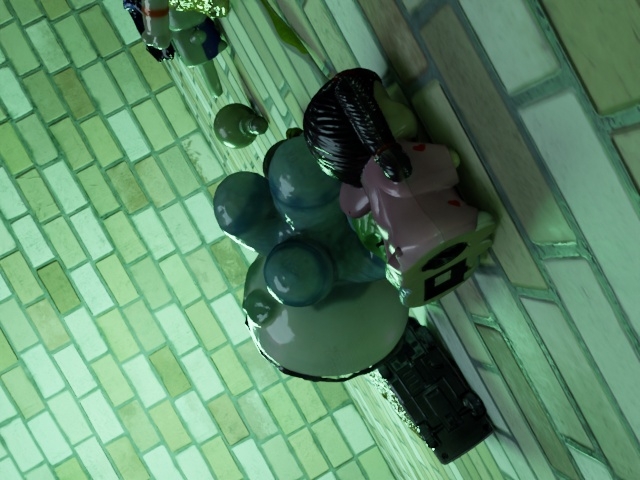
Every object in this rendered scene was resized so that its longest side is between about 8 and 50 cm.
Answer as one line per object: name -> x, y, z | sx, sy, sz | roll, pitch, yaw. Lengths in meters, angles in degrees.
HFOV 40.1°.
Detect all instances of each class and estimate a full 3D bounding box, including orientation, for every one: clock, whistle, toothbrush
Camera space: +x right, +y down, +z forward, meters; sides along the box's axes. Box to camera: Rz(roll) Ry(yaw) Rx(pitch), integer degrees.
clock -> 0.064, -0.048, 0.803 | 0.195, 0.100, 0.194 | 60, 175, 18
whistle -> -0.227, -0.372, 1.589 | 0.110, 0.092, 0.244 | 48, 164, 55
toothbrush -> -0.044, -0.254, 1.052 | 0.263, 0.022, 0.026 | 57, 160, 23

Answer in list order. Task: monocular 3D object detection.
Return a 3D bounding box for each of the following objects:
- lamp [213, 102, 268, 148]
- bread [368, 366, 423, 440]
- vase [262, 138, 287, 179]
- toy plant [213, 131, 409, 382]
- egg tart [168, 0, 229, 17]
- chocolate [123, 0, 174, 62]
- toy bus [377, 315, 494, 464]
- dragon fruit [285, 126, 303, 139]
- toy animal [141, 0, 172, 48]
lamp -> -0.146, -0.223, 1.695 | 0.163, 0.091, 0.091 | 9, 130, 61
bread -> 0.140, 0.224, 1.427 | 0.139, 0.077, 0.271 | 67, 169, -21
vase -> -0.032, -0.084, 1.429 | 0.086, 0.086, 0.214 | 58, 177, 21
toy plant -> 0.000, 0.000, 1.056 | 0.247, 0.247, 0.332 | 56, 165, 31
egg tart -> -0.231, -0.445, 1.318 | 0.279, 0.095, 0.279 | 57, 170, 15
chocolate -> -0.353, -0.497, 1.671 | 0.148, 0.126, 0.343 | -39, 69, 47
toy bus -> 0.151, 0.209, 1.227 | 0.199, 0.096, 0.108 | 55, 176, 17
dragon fruit -> -0.018, -0.074, 1.269 | 0.138, 0.142, 0.174 | 9, -102, -53
toy animal -> -0.214, -0.395, 1.146 | 0.140, 0.138, 0.282 | 49, 162, 21
